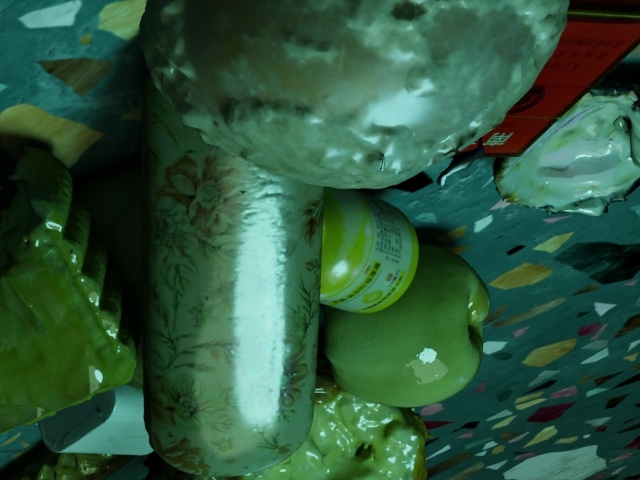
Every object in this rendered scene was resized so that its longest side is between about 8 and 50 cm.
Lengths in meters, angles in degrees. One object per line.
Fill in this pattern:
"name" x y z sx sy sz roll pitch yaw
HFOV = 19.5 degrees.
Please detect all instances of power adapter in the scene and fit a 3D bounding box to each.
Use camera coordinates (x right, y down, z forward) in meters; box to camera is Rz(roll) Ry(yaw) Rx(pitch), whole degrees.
"power adapter" -0.203 0.161 2.052 0.125 0.130 0.205 -36 154 31

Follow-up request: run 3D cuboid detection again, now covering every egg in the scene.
"egg" 0.023 -0.169 1.347 0.310 0.279 0.279 -14 156 -17

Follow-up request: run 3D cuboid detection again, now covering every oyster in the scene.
"oyster" 0.291 -0.101 1.937 0.259 0.092 0.198 7 146 -32

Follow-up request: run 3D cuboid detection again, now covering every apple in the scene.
"apple" 0.099 0.098 2.094 0.200 0.200 0.200 -17 157 -8

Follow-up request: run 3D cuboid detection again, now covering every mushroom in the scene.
"mushroom" -0.177 0.070 1.802 0.217 0.212 0.292 -22 165 -16

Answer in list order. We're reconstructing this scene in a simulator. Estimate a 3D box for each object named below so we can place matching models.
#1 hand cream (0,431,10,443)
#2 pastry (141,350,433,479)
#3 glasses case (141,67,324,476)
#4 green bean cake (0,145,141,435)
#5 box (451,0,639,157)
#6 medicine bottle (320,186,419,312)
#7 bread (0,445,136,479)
"hand cream" -0.376 0.168 2.048 0.083 0.048 0.224 -15 150 -13
"pastry" -0.070 0.311 2.221 0.337 0.292 0.405 -22 -150 56
"glasses case" -0.078 0.018 1.626 0.156 0.098 0.425 -3 117 -11
"green bean cake" -0.298 0.060 1.629 0.236 0.233 0.124 -23 -159 5
"box" 0.185 -0.164 1.722 0.153 0.074 0.240 -7 154 -38
"medicine bottle" 0.000 0.000 1.869 0.122 0.122 0.212 -31 155 24
"bread" -0.296 0.268 2.282 0.077 0.084 0.367 42 124 -14
